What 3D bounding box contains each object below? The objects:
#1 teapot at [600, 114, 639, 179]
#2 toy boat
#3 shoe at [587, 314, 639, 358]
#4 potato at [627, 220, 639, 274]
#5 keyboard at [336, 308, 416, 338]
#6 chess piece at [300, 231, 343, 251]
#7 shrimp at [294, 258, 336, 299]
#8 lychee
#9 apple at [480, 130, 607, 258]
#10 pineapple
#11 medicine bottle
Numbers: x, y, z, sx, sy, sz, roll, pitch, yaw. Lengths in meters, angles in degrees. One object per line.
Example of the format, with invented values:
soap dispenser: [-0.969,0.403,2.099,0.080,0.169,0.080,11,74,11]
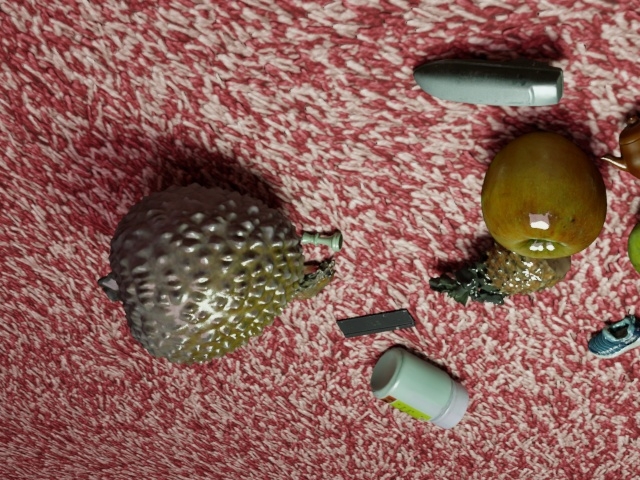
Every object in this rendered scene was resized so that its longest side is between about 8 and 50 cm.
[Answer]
teapot: [0.569,-0.173,1.509,0.173,0.116,0.116,-34,126,10]
toy boat: [0.282,-0.275,1.488,0.260,0.085,0.078,8,141,24]
shoe: [0.660,0.216,1.963,0.071,0.064,0.143,37,132,-27]
potato: [0.695,0.035,1.664,0.253,0.148,0.186,24,148,-18]
keyboard: [0.134,0.201,2.128,0.195,0.018,0.060,-13,127,28]
chess piece: [0.000,0.000,1.910,0.093,0.042,0.042,5,140,16]
shrimp: [-0.029,0.086,2.017,0.101,0.042,0.190,41,134,-19]
lychee: [-0.244,0.065,1.800,0.432,0.380,0.380,-8,137,4]
apple: [0.408,-0.084,1.595,0.237,0.207,0.237,9,159,3]
pineapple: [0.357,0.062,1.813,0.170,0.141,0.310,6,158,-38]
medicine bottle: [0.249,0.374,2.201,0.225,0.139,0.139,29,138,-19]
